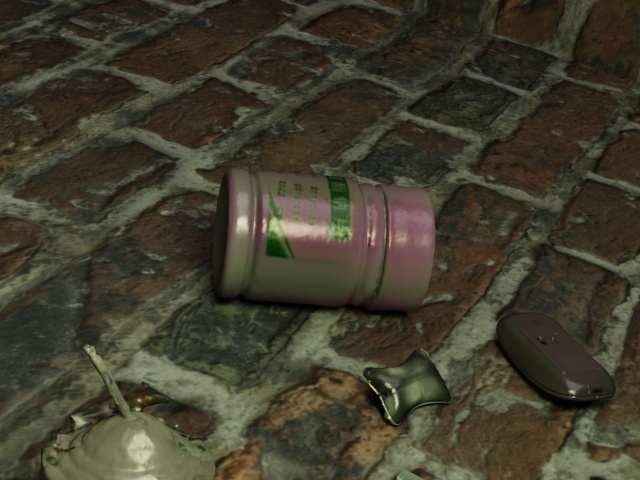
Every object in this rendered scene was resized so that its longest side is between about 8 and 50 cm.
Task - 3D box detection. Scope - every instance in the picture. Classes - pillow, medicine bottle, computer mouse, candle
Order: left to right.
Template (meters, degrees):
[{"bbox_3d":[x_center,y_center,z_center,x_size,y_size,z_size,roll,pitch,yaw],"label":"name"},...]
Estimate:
[{"bbox_3d":[-0.204,0.266,1.238,0.187,0.330,0.187,7,21,-3],"label":"candle"},{"bbox_3d":[0.000,0.000,1.907,0.325,0.212,0.212,5,29,-10],"label":"medicine bottle"},{"bbox_3d":[0.127,0.210,1.735,0.136,0.055,0.091,-15,40,-37],"label":"pillow"},{"bbox_3d":[0.363,0.185,1.867,0.120,0.057,0.232,-3,29,-25],"label":"computer mouse"}]

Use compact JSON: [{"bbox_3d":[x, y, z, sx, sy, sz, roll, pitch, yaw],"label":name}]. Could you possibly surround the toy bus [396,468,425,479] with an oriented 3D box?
[{"bbox_3d":[0.134,0.330,1.540,0.083,0.037,0.031,25,32,22],"label":"toy bus"}]
